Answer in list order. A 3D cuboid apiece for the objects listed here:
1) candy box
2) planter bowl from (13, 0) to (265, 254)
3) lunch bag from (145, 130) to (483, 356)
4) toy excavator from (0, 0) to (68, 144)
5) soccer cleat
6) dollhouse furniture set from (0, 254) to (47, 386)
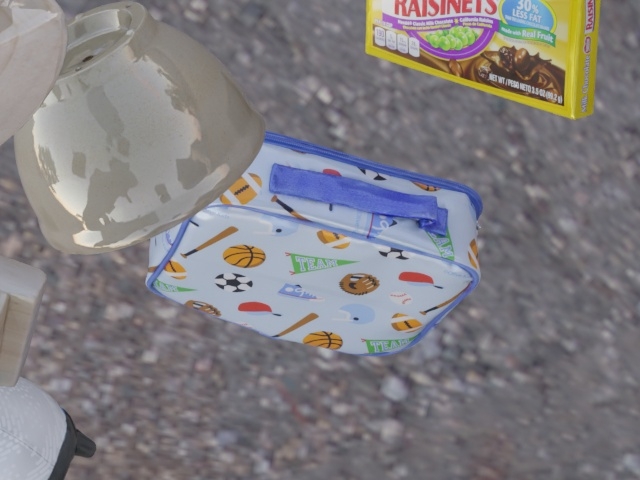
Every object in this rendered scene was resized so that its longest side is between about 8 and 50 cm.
[{"bbox_3d":[0.111,-0.161,1.367,0.206,0.027,0.105,22,119,42],"label":"candy box"},{"bbox_3d":[-0.131,-0.083,1.233,0.162,0.162,0.109,-21,119,14],"label":"planter bowl"},{"bbox_3d":[0.000,0.000,1.800,0.303,0.243,0.115,13,59,-15],"label":"lunch bag"},{"bbox_3d":[-0.261,-0.185,0.645,0.222,0.445,0.433,49,134,37],"label":"toy excavator"},{"bbox_3d":[-0.247,0.124,1.051,0.331,0.143,0.116,-30,32,51],"label":"soccer cleat"},{"bbox_3d":[-0.242,0.135,0.561,0.286,0.303,0.198,19,47,-3],"label":"dollhouse furniture set"}]
